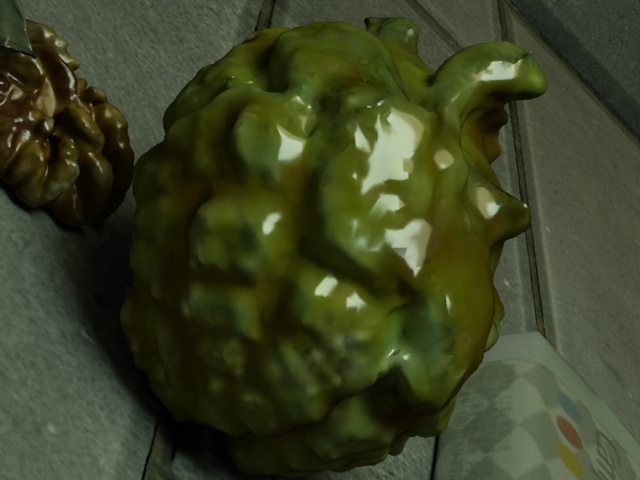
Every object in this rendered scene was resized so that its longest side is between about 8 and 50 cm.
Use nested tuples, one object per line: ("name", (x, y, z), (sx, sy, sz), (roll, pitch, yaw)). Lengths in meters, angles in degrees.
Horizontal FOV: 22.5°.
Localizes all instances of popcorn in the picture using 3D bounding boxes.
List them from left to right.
("popcorn", (-0.001, -0.009, 1.105), (0.279, 0.274, 0.336), (0, 81, -42))

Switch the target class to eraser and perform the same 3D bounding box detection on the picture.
("eraser", (0.194, 0.229, 1.354), (0.213, 0.082, 0.397), (47, 22, -12))

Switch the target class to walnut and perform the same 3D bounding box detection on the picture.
("walnut", (-0.193, -0.091, 1.137), (0.170, 0.069, 0.143), (54, 21, 3))

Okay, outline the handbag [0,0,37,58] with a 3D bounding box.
("handbag", (-0.315, -0.196, 1.014), (0.182, 0.117, 0.270), (50, 24, 27))
